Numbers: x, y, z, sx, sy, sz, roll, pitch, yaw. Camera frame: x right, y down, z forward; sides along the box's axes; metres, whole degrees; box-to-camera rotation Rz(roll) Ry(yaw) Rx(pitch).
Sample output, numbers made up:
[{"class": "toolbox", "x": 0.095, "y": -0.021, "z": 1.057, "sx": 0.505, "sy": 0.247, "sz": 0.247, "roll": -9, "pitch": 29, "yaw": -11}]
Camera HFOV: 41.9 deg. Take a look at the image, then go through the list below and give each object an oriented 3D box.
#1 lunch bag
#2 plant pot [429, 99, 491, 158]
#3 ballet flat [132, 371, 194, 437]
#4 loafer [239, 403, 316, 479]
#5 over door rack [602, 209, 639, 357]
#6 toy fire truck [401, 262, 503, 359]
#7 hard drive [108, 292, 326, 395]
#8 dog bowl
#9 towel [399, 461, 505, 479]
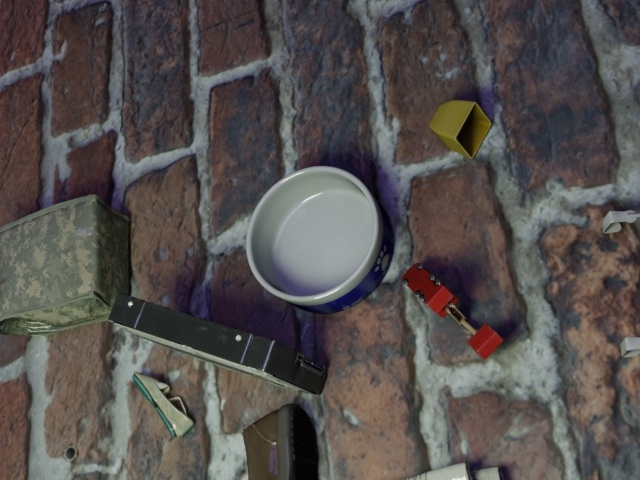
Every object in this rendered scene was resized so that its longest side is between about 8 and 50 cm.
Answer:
[{"class": "lunch bag", "x": -0.557, "y": 0.063, "z": 1.755, "sx": 0.286, "sy": 0.169, "sz": 0.235, "roll": -13, "pitch": 66, "yaw": 15}, {"class": "plant pot", "x": 0.252, "y": -0.213, "z": 1.550, "sx": 0.083, "sy": 0.081, "sz": 0.081, "roll": 24, "pitch": 82, "yaw": 40}, {"class": "ballet flat", "x": -0.303, "y": 0.311, "z": 1.620, "sx": 0.052, "sy": 0.057, "sz": 0.168, "roll": -31, "pitch": 61, "yaw": -22}, {"class": "loafer", "x": -0.077, "y": 0.467, "z": 1.418, "sx": 0.130, "sy": 0.134, "sz": 0.366, "roll": -15, "pitch": 55, "yaw": 23}, {"class": "over door rack", "x": 0.608, "y": 0.044, "z": 1.274, "sx": 0.324, "sy": 0.108, "sz": 0.240, "roll": -8, "pitch": 67, "yaw": 21}, {"class": "toy fire truck", "x": 0.221, "y": 0.116, "z": 1.425, "sx": 0.047, "sy": 0.135, "sz": 0.192, "roll": -47, "pitch": 20, "yaw": 2}, {"class": "hard drive", "x": -0.181, "y": 0.190, "z": 1.497, "sx": 0.338, "sy": 0.237, "sz": 0.064, "roll": 12, "pitch": 77, "yaw": 27}, {"class": "dog bowl", "x": 0.000, "y": 0.000, "z": 1.565, "sx": 0.264, "sy": 0.104, "sz": 0.265, "roll": -8, "pitch": 68, "yaw": 21}, {"class": "towel", "x": 0.164, "y": 0.525, "z": 1.297, "sx": 0.324, "sy": 0.056, "sz": 0.312, "roll": -19, "pitch": 57, "yaw": 18}]
